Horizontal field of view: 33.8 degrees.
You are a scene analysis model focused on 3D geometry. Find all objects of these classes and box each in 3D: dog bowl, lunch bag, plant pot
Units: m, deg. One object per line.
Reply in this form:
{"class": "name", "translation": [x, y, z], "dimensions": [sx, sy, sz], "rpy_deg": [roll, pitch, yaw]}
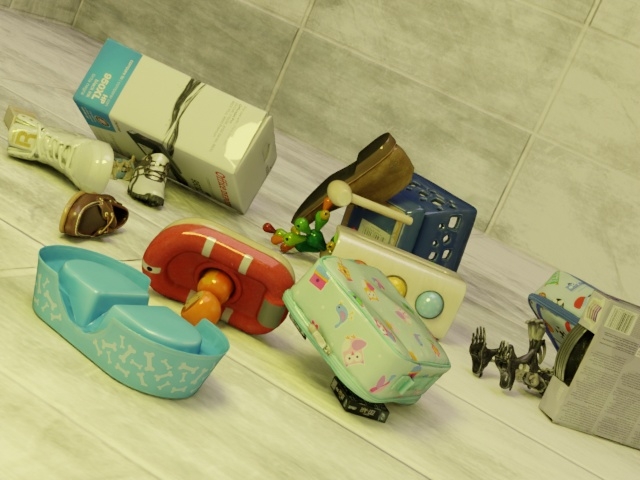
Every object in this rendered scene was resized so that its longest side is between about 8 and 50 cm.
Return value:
{"class": "dog bowl", "translation": [-0.250, 0.103, 1.334], "dimensions": [0.297, 0.074, 0.166], "rpy_deg": [31, 13, 32]}
{"class": "lunch bag", "translation": [0.544, 0.209, 2.101], "dimensions": [0.243, 0.115, 0.303], "rpy_deg": [33, -19, 53]}
{"class": "lunch bag", "translation": [0.074, 0.140, 1.553], "dimensions": [0.224, 0.108, 0.279], "rpy_deg": [54, 16, 22]}
{"class": "plant pot", "translation": [0.175, -0.016, 2.361], "dimensions": [0.212, 0.236, 0.236], "rpy_deg": [1, 25, -47]}

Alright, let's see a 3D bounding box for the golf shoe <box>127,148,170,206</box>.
{"class": "golf shoe", "translation": [-0.348, -0.133, 2.159], "dimensions": [0.077, 0.094, 0.198], "rpy_deg": [21, 13, -22]}

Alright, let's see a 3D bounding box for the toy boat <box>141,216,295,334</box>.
{"class": "toy boat", "translation": [-0.161, 0.073, 1.559], "dimensions": [0.231, 0.151, 0.151], "rpy_deg": [25, 40, 4]}

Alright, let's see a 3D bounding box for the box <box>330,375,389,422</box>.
{"class": "box", "translation": [0.056, 0.228, 1.518], "dimensions": [0.067, 0.018, 0.083], "rpy_deg": [20, 12, -21]}

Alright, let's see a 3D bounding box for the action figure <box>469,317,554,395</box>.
{"class": "action figure", "translation": [0.420, 0.225, 1.976], "dimensions": [0.275, 0.141, 0.164], "rpy_deg": [15, 3, -33]}

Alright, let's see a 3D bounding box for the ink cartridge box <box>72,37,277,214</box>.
{"class": "ink cartridge box", "translation": [-0.310, -0.244, 2.323], "dimensions": [0.394, 0.166, 0.285], "rpy_deg": [25, -14, 8]}

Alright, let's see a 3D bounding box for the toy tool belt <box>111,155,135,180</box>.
{"class": "toy tool belt", "translation": [-0.424, -0.159, 2.223], "dimensions": [0.052, 0.051, 0.083], "rpy_deg": [29, 13, 25]}

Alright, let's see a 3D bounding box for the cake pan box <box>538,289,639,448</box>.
{"class": "cake pan box", "translation": [0.551, 0.241, 1.900], "dimensions": [0.266, 0.246, 0.070], "rpy_deg": [18, 9, -20]}

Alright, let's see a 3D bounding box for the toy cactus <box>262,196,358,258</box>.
{"class": "toy cactus", "translation": [0.000, 0.000, 2.204], "dimensions": [0.218, 0.112, 0.180], "rpy_deg": [-10, -40, 35]}

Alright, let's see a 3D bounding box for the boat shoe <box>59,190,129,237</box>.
{"class": "boat shoe", "translation": [-0.370, -0.042, 1.746], "dimensions": [0.073, 0.073, 0.207], "rpy_deg": [22, 12, 2]}

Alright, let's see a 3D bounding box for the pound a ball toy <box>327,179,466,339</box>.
{"class": "pound a ball toy", "translation": [0.129, 0.040, 2.046], "dimensions": [0.319, 0.208, 0.136], "rpy_deg": [23, 12, -9]}

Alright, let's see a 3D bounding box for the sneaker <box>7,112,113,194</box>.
{"class": "sneaker", "translation": [-0.503, -0.164, 1.984], "dimensions": [0.169, 0.108, 0.292], "rpy_deg": [15, 5, -32]}

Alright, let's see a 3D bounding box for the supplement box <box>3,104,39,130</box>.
{"class": "supplement box", "translation": [-0.638, -0.254, 2.257], "dimensions": [0.062, 0.036, 0.098], "rpy_deg": [18, 13, -28]}

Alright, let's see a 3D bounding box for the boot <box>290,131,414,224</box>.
{"class": "boot", "translation": [0.066, -0.097, 2.236], "dimensions": [0.115, 0.305, 0.112], "rpy_deg": [45, 30, -19]}
